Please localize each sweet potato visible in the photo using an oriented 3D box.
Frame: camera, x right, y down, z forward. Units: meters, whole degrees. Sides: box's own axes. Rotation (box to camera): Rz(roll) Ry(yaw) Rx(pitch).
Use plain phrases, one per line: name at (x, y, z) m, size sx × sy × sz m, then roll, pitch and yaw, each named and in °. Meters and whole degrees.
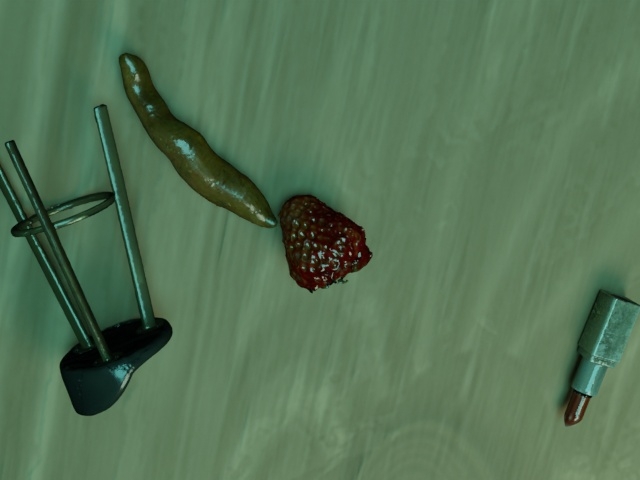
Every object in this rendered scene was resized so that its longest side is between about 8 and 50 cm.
sweet potato at (-0.100, -0.069, 0.721) m, size 0.044 × 0.044 × 0.179 m, roll -44°, pitch 106°, yaw 2°

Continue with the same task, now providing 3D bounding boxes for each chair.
chair at (-0.176, 0.016, 0.704) m, size 0.095 × 0.104 × 0.221 m, roll -20°, pitch 105°, yaw -23°

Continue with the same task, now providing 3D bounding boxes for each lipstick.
lipstick at (0.249, 0.111, 0.839) m, size 0.030 × 0.030 × 0.129 m, roll 17°, pitch 100°, yaw -15°

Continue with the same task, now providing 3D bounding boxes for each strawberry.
strawberry at (0.000, 0.000, 0.746) m, size 0.073 × 0.073 × 0.083 m, roll -25°, pitch 92°, yaw -4°
